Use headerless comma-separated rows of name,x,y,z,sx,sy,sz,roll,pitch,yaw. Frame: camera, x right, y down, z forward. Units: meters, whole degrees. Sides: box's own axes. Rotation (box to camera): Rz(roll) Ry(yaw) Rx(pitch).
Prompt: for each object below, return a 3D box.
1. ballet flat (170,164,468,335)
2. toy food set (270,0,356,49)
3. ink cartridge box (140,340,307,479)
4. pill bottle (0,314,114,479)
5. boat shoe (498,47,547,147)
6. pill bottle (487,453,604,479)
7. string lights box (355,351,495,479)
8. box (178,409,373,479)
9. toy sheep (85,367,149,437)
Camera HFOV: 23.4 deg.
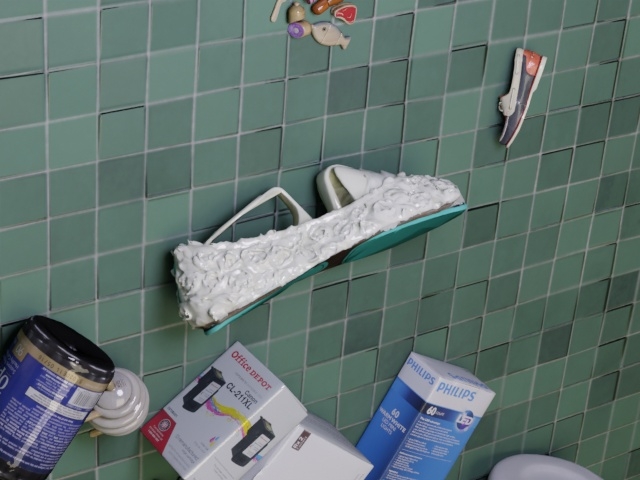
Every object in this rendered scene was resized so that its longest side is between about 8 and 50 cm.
ballet flat,-0.004,-0.019,1.919,0.408,0.147,0.147,-24,129,-22
toy food set,0.001,-0.272,1.843,0.122,0.019,0.078,9,111,-40
ink cartridge box,-0.124,0.232,1.982,0.175,0.127,0.072,-43,131,-9
pill bottle,-0.345,0.208,1.804,0.123,0.123,0.219,30,96,-44
boat shoe,0.262,-0.191,2.075,0.043,0.049,0.137,19,112,2
pill bottle,0.322,0.564,2.450,0.229,0.229,0.408,-2,117,-36
string lights box,0.131,0.302,2.251,0.133,0.077,0.260,21,102,-43
box,-0.061,0.317,2.087,0.181,0.119,0.182,-53,134,2
toy sheep,-0.253,0.197,1.892,0.091,0.091,0.132,-37,163,-13
